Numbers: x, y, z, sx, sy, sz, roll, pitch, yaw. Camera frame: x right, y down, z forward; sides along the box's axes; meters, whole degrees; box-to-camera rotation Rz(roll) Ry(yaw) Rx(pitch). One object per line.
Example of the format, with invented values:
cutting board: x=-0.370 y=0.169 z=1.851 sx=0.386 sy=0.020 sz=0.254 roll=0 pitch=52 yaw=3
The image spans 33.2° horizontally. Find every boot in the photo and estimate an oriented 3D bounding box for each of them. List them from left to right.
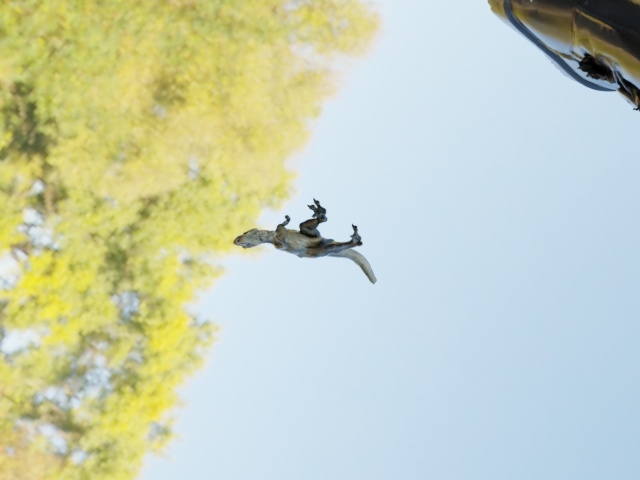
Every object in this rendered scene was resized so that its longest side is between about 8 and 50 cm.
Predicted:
boot: x=0.449 y=-0.183 z=1.245 sx=0.445 sy=0.367 sz=0.146 roll=40 pitch=-67 yaw=43

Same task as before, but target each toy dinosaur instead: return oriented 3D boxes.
toy dinosaur: x=0.000 y=0.000 z=1.684 sx=0.118 sy=0.268 sz=0.064 roll=-45 pitch=-143 yaw=47
